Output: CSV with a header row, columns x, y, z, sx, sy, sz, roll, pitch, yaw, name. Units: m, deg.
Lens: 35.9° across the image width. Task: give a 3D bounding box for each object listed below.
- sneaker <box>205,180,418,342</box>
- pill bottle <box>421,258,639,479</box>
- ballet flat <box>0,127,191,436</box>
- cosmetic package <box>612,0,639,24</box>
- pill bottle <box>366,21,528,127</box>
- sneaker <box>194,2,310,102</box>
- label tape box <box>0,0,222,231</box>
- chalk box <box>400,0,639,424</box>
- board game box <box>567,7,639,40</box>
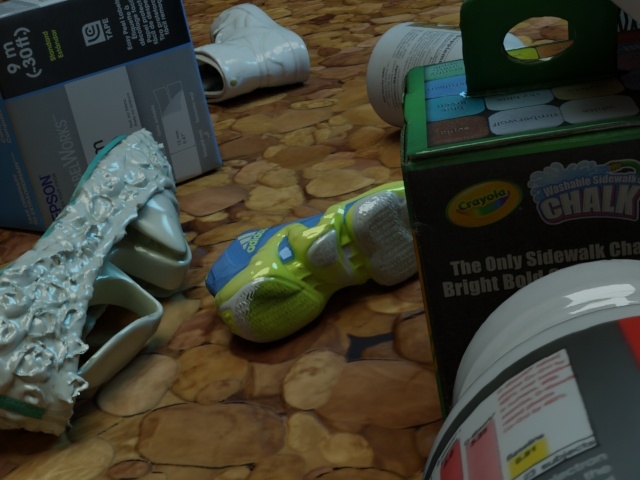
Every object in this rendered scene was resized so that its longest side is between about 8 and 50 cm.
x,y,z,sx,sy,sz,roll,pitch,yaw,name
0.000,0.000,0.885,0.240,0.091,0.126,-25,28,-25,sneaker
0.139,0.147,0.361,0.210,0.210,0.363,-7,19,8,pill bottle
-0.194,0.035,0.886,0.147,0.147,0.409,-3,29,17,ballet flat
0.304,-0.129,0.593,0.377,0.097,0.284,39,33,0,cosmetic package
0.173,-0.180,1.144,0.131,0.131,0.229,-27,30,-31,pill bottle
-0.156,-0.297,1.553,0.169,0.108,0.292,-18,27,-22,sneaker
-0.310,-0.151,1.139,0.348,0.249,0.115,-25,28,-27,label tape box
0.151,-0.028,0.647,0.180,0.289,0.179,-7,26,9,chalk box
0.318,-0.195,0.895,0.213,0.317,0.046,-22,29,-22,board game box
